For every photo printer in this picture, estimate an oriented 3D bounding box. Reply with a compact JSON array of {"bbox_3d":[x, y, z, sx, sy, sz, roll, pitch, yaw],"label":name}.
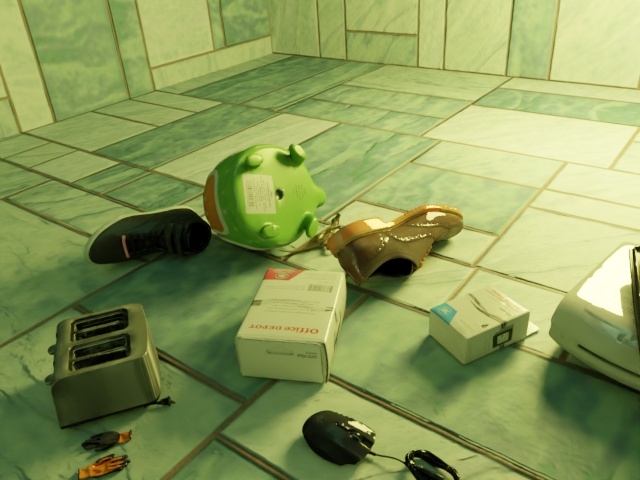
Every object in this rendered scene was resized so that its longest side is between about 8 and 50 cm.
[{"bbox_3d":[0.559,0.134,0.961,0.307,0.107,0.256,-29,40,-35],"label":"photo printer"}]

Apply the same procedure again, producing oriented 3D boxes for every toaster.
[{"bbox_3d":[-0.352,0.205,0.950,0.185,0.110,0.168,-12,31,-14],"label":"toaster"}]

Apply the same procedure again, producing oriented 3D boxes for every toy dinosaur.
[{"bbox_3d":[0.000,0.000,1.344,0.183,0.053,0.092,-35,23,-27],"label":"toy dinosaur"}]

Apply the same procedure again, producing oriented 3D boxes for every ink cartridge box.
[{"bbox_3d":[0.298,0.142,1.028,0.180,0.060,0.104,-18,32,-22],"label":"ink cartridge box"},{"bbox_3d":[-0.045,0.147,1.032,0.158,0.092,0.218,2,28,11],"label":"ink cartridge box"}]

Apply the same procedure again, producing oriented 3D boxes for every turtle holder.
[{"bbox_3d":[-0.134,-0.110,1.349,0.227,0.244,0.320,-10,25,42],"label":"turtle holder"}]

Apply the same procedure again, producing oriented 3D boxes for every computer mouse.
[{"bbox_3d":[0.081,0.296,0.807,0.241,0.041,0.071,11,32,24],"label":"computer mouse"}]

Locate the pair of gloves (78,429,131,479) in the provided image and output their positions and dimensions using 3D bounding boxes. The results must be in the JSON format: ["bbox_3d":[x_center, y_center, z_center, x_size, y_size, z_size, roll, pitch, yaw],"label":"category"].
[{"bbox_3d":[-0.321,0.317,0.850,0.074,0.010,0.083,-10,29,-10],"label":"pair of gloves"}]

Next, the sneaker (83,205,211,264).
[{"bbox_3d":[-0.387,-0.005,1.325,0.295,0.105,0.146,-22,29,-36],"label":"sneaker"}]

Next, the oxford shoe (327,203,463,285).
[{"bbox_3d":[0.189,0.016,1.244,0.363,0.130,0.133,-14,63,-30],"label":"oxford shoe"}]

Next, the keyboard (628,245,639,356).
[{"bbox_3d":[0.574,0.121,0.852,0.201,0.033,0.317,14,39,16],"label":"keyboard"}]
